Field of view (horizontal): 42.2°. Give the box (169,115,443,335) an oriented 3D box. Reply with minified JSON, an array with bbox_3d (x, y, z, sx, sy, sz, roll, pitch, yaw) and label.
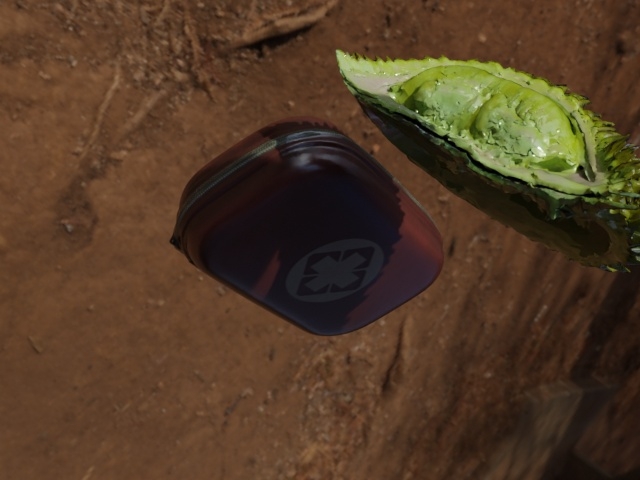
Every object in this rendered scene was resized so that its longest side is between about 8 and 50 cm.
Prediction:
[{"bbox_3d":[0.000,0.000,1.086,0.263,0.108,0.404,-33,143,16],"label":"box"}]

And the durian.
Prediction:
[{"bbox_3d":[0.167,-0.076,0.797,0.169,0.351,0.158,-18,133,-46],"label":"durian"}]
